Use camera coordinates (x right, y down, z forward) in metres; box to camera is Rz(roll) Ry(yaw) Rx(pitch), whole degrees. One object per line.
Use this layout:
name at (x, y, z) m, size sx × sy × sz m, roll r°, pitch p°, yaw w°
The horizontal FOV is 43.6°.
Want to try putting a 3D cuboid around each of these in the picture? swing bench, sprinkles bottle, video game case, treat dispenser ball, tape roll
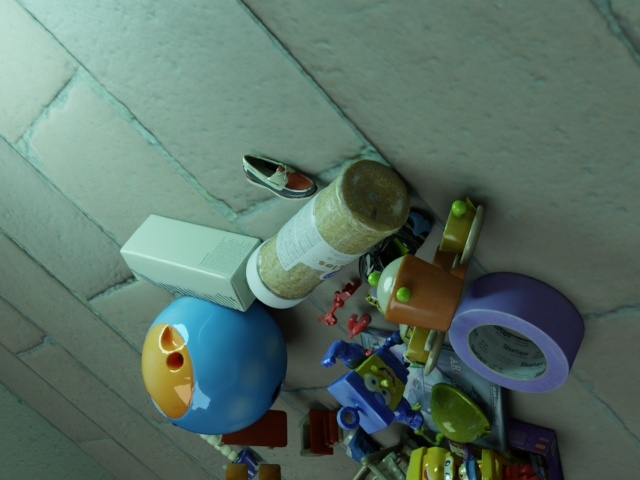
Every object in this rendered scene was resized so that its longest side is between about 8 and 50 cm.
swing bench at (0.195, 0.538, 1.618) m, size 0.253 × 0.254 × 0.165 m, roll 43°, pitch 117°, yaw 21°
sprinkles bottle at (0.000, 0.000, 1.265) m, size 0.121 × 0.121 × 0.355 m, roll 40°, pitch 146°, yaw -7°
video game case at (0.205, 0.269, 1.456) m, size 0.274 × 0.026 × 0.196 m, roll 9°, pitch 121°, yaw 35°
treat dispenser ball at (-0.209, 0.238, 1.586) m, size 0.288 × 0.288 × 0.288 m, roll 23°, pitch 144°, yaw 18°
tape roll at (0.298, 0.143, 1.222) m, size 0.189 × 0.080 × 0.189 m, roll 22°, pitch 143°, yaw 18°

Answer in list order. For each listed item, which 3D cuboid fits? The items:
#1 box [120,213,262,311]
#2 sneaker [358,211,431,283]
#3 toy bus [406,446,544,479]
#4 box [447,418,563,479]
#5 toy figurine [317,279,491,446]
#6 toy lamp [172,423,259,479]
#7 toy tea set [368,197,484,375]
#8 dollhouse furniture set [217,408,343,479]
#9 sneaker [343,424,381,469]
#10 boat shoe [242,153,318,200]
box at (-0.237, 0.039, 1.527) m, size 0.275 × 0.113 × 0.094 m, roll 13°, pitch 142°, yaw 31°
sneaker at (0.102, 0.021, 1.241) m, size 0.067 × 0.078 × 0.188 m, roll 38°, pitch 147°, yaw -4°
toy bus at (0.292, 0.442, 1.415) m, size 0.220 × 0.149 × 0.211 m, roll 37°, pitch 129°, yaw -20°
box at (0.365, 0.448, 1.554) m, size 0.201 × 0.057 × 0.293 m, roll 10°, pitch 138°, yaw 33°
toy figurine at (0.097, 0.273, 1.362) m, size 0.362 × 0.217 × 0.191 m, roll 49°, pitch 134°, yaw -2°
toy lamp at (-0.291, 0.573, 2.251) m, size 0.274 × 0.080 × 0.080 m, roll 40°, pitch 146°, yaw -5°
toy tea set at (0.139, 0.078, 1.179) m, size 0.124 × 0.200 × 0.336 m, roll 18°, pitch 149°, yaw 9°
dollhouse furniture set at (-0.095, 0.415, 1.763) m, size 0.259 × 0.262 × 0.135 m, roll 8°, pitch 150°, yaw -21°
sneaker at (0.101, 0.468, 1.801) m, size 0.084 × 0.058 × 0.152 m, roll 28°, pitch 150°, yaw 20°
boat shoe at (-0.066, -0.102, 1.266) m, size 0.137 × 0.049 × 0.043 m, roll 21°, pitch 142°, yaw 28°
